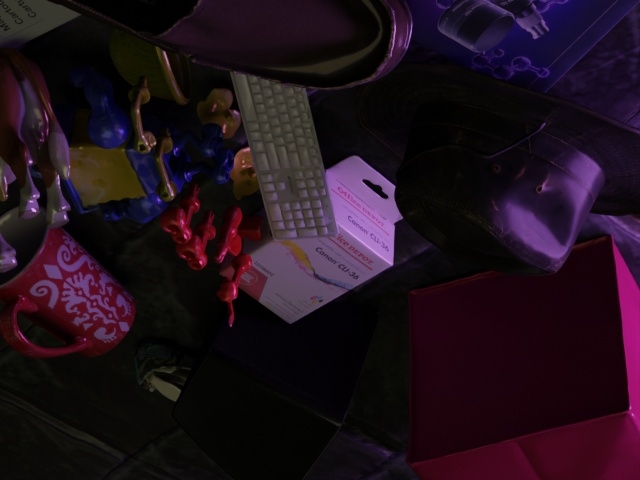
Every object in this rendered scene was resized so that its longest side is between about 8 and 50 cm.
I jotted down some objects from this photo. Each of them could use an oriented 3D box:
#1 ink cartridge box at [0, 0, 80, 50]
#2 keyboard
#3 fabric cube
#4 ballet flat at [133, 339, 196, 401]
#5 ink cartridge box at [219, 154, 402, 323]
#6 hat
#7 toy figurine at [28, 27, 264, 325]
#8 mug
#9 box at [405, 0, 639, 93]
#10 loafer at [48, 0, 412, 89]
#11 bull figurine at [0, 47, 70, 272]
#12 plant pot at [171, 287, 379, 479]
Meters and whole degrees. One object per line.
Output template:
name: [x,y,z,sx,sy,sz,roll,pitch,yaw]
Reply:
ink cartridge box: [-0.332,-0.314,1.517,0.330,0.071,0.324,-23,132,25]
keyboard: [-0.041,-0.111,1.705,0.072,0.014,0.256,-8,119,10]
fabric cube: [0.259,0.194,1.893,0.259,0.254,0.258,-16,134,21]
ballet flat: [-0.141,0.180,2.046,0.188,0.070,0.070,19,136,-16]
ink cartridge box: [0.000,0.000,1.836,0.198,0.067,0.115,-32,126,32]
hat: [0.175,-0.045,1.650,0.331,0.134,0.331,15,161,5]
toy figurine: [-0.211,-0.079,1.679,0.217,0.191,0.362,0,145,17]
mug: [-0.302,0.065,1.882,0.113,0.150,0.169,13,157,45]
box: [0.198,-0.267,1.507,0.184,0.103,0.261,23,134,-23]
loafer: [-0.098,-0.202,1.451,0.366,0.130,0.134,13,112,-9]
bull figurine: [-0.349,-0.066,1.686,0.101,0.188,0.310,-15,166,-38]
plant pot: [-0.061,0.162,1.940,0.167,0.187,0.188,28,130,-6]
